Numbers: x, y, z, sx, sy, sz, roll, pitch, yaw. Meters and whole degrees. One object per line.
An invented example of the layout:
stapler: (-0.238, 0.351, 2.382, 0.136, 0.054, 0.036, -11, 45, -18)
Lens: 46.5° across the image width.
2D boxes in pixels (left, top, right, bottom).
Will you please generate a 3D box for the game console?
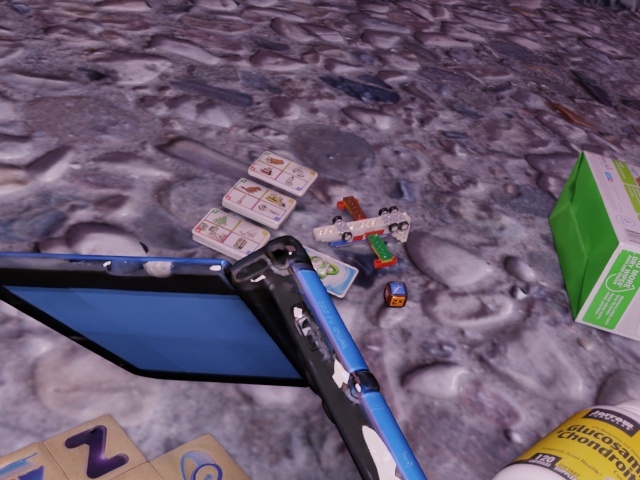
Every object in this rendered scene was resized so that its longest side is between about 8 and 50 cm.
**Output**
game console: (-0.047, 0.123, 0.469, 0.173, 0.293, 0.250, -28, 67, -3)

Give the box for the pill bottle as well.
pill bottle: (0.220, 0.194, 0.596, 0.184, 0.103, 0.103, -17, 45, -42)

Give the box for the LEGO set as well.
LEGO set: (0.000, 0.000, 0.870, 0.244, 0.060, 0.182, 23, 44, 12)

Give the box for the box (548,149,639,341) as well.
box: (0.441, 0.015, 0.957, 0.231, 0.127, 0.262, 17, 31, -2)

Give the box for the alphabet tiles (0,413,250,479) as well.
alphabet tiles: (-0.112, 0.248, 0.443, 0.285, 0.011, 0.342, -18, 46, -43)
